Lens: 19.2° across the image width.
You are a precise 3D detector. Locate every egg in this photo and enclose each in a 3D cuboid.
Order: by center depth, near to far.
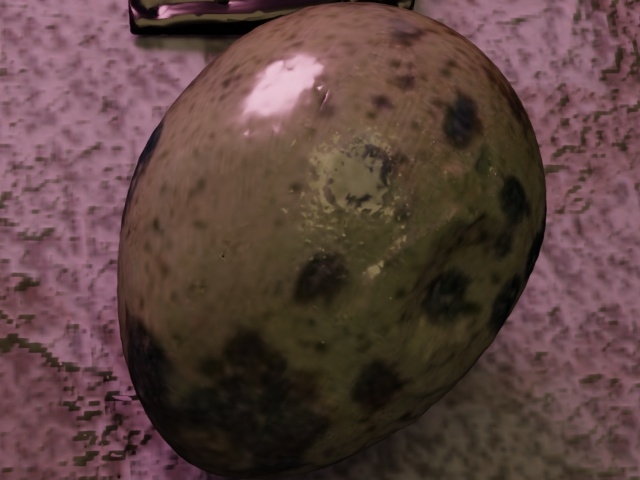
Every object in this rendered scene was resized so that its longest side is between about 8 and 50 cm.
[{"bbox_3d":[0.000,0.000,0.662,0.141,0.141,0.182,31,68,4],"label":"egg"}]

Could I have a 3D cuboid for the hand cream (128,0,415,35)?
[{"bbox_3d":[-0.030,-0.239,0.844,0.121,0.076,0.336,-1,68,-9],"label":"hand cream"}]
